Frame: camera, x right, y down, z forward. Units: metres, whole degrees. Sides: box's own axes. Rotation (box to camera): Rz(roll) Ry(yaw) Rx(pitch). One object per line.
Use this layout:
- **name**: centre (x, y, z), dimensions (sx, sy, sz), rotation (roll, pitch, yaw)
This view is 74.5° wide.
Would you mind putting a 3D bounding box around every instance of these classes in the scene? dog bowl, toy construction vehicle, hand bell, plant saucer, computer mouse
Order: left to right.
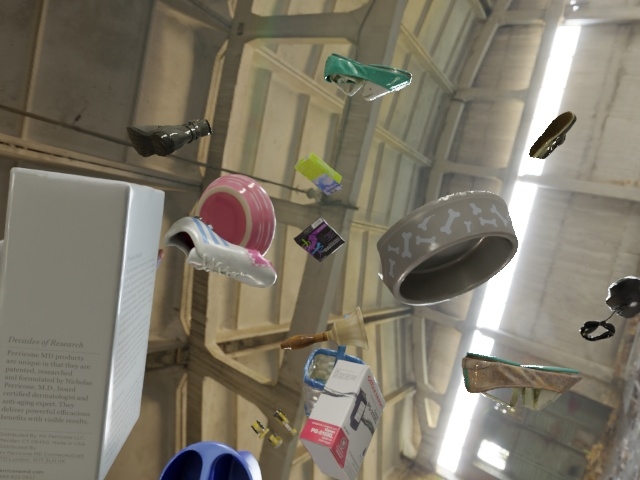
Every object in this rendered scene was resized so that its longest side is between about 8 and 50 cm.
- **plant saucer**: centre (-0.316, -0.065, 1.465), dimensions (0.084, 0.332, 0.332), rotation (-11, -67, -62)
- **toy construction vehicle**: centre (-0.121, 0.499, 1.110), dimensions (0.086, 0.035, 0.098), rotation (-39, -77, -16)
- **hand bell**: centre (0.005, 0.273, 1.190), dimensions (0.126, 0.242, 0.126), rotation (168, 90, -90)
- **dog bowl**: centre (0.300, 0.037, 0.999), dimensions (0.349, 0.102, 0.348), rotation (-13, -34, -9)
- **computer mouse**: centre (0.627, 0.160, 0.907), dimensions (0.041, 0.071, 0.242), rotation (-37, -32, -27)

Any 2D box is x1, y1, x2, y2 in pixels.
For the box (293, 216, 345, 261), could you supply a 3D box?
- **box**: centre (0.000, 0.000, 1.397), dimensions (0.116, 0.029, 0.162), rotation (-39, -37, 8)

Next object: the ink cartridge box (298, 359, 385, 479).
- **ink cartridge box**: centre (0.066, 0.459, 1.086), dimensions (0.237, 0.100, 0.172), rotation (-54, -48, -41)

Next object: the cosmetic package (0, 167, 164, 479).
- **cosmetic package**: centre (-0.383, 0.126, 0.688), dimensions (0.230, 0.162, 0.453), rotation (-156, 74, -80)

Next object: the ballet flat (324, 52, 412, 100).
- **ballet flat**: centre (0.108, -0.393, 1.037), dimensions (0.083, 0.247, 0.087), rotation (3, -68, -57)

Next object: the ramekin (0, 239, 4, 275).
- **ramekin**: centre (-0.721, 0.059, 1.000), dimensions (0.273, 0.273, 0.127), rotation (-34, -71, -44)

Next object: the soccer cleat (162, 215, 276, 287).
- **soccer cleat**: centre (-0.287, 0.056, 1.181), dimensions (0.116, 0.331, 0.143), rotation (-63, -6, 34)

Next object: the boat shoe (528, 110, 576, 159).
- **boat shoe**: centre (0.604, -0.267, 1.085), dimensions (0.152, 0.049, 0.056), rotation (120, 163, -57)

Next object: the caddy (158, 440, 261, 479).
- **caddy**: centre (-0.270, 0.659, 1.001), dimensions (0.179, 0.241, 0.341), rotation (72, -160, -73)

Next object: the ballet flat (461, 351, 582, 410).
- **ballet flat**: centre (0.464, 0.334, 0.977), dimensions (0.107, 0.316, 0.106), rotation (138, 142, -71)

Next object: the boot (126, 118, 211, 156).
- **boot**: centre (-0.425, -0.298, 1.190), dimensions (0.161, 0.247, 0.083), rotation (-36, -50, -36)

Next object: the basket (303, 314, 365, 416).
- **basket**: centre (0.054, 0.410, 1.355), dimensions (0.255, 0.201, 0.288), rotation (-54, -27, -71)

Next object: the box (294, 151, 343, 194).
- **box**: centre (-0.002, -0.256, 1.629), dimensions (0.178, 0.109, 0.042), rotation (36, -119, -23)

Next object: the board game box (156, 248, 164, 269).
- **board game box**: centre (-0.525, 0.093, 1.129), dimensions (0.281, 0.145, 0.027), rotation (-106, 17, -66)
